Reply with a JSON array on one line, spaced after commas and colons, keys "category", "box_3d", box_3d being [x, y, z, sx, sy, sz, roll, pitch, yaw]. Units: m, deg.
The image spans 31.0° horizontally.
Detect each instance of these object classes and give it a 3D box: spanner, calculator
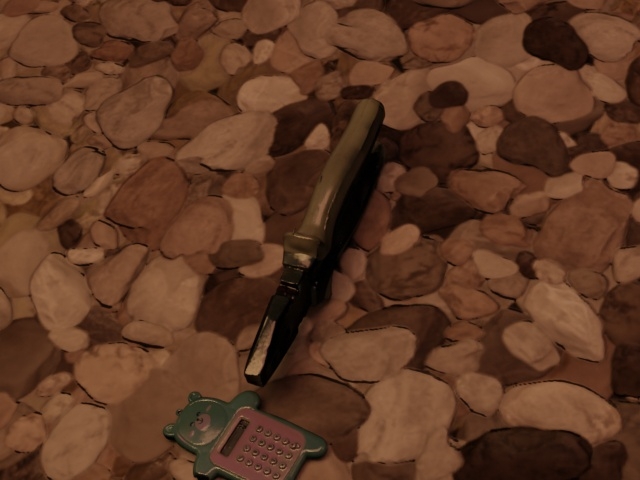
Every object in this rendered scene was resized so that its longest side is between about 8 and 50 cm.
[{"category": "spanner", "box_3d": [0.000, 0.000, 1.083, 0.040, 0.095, 0.325, 13, 54, 18]}, {"category": "calculator", "box_3d": [-0.068, 0.175, 1.002, 0.141, 0.019, 0.094, 20, 60, 22]}]
